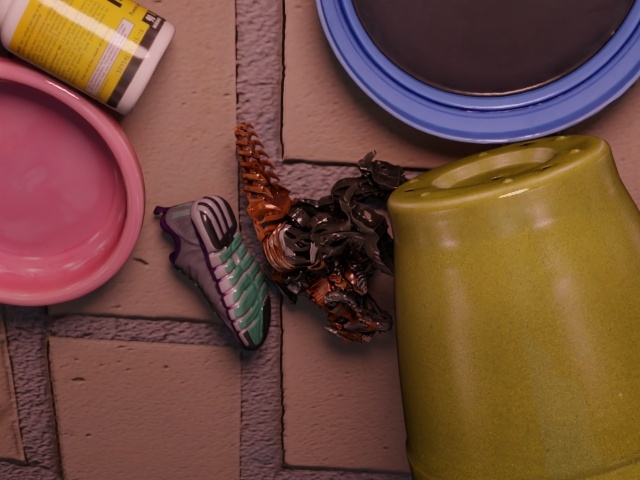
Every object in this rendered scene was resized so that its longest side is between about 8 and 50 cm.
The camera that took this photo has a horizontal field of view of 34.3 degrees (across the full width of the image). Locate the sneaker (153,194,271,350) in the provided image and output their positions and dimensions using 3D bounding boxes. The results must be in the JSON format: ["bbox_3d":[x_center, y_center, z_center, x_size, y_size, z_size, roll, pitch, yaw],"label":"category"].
[{"bbox_3d":[-0.137,0.043,1.340,0.098,0.083,0.223,-3,118,30],"label":"sneaker"}]

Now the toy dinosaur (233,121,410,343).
[{"bbox_3d":[0.000,0.000,1.258,0.218,0.164,0.322,-20,140,33],"label":"toy dinosaur"}]

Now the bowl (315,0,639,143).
[{"bbox_3d":[0.189,-0.294,1.104,0.391,0.077,0.391,2,120,3],"label":"bowl"}]

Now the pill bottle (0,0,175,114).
[{"bbox_3d":[-0.277,-0.238,1.144,0.208,0.119,0.119,29,118,-13],"label":"pill bottle"}]

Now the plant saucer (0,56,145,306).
[{"bbox_3d":[-0.375,-0.075,1.268,0.332,0.084,0.332,2,122,3],"label":"plant saucer"}]

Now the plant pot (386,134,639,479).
[{"bbox_3d":[0.228,0.085,1.109,0.366,0.366,0.353,-15,103,12],"label":"plant pot"}]
